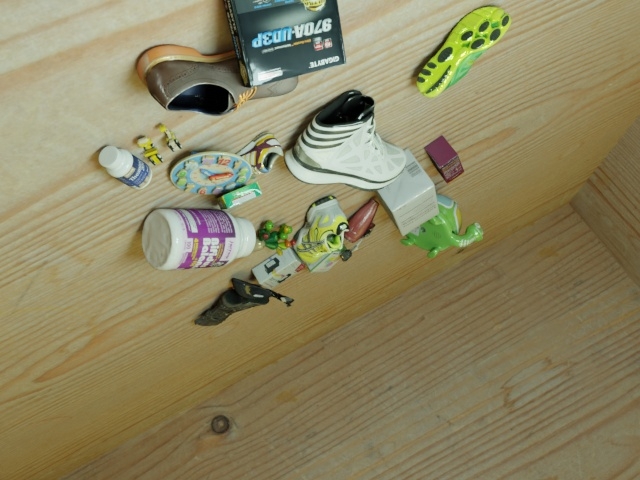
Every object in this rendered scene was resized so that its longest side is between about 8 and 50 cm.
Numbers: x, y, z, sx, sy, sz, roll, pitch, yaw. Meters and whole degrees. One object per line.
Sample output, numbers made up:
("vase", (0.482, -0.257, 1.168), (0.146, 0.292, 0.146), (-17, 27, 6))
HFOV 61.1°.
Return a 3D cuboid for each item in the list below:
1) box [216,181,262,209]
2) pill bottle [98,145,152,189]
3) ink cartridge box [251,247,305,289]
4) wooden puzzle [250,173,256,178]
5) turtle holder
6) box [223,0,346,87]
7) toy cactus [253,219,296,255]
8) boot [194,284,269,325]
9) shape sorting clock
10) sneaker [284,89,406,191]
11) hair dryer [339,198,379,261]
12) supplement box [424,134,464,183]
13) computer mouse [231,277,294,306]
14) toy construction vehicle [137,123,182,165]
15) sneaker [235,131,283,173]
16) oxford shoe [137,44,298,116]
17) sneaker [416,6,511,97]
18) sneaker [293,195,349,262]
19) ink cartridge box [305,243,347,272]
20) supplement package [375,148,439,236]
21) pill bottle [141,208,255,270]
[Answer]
("box", (-0.231, -0.122, 1.507), (0.105, 0.043, 0.179), (-24, -169, -14))
("pill bottle", (-0.438, -0.165, 1.217), (0.067, 0.067, 0.120), (-33, 158, 6))
("ink cartridge box", (-0.162, 0.109, 2.128), (0.175, 0.072, 0.127), (-33, 158, 5))
("wooden puzzle", (-0.197, -0.192, 1.539), (0.049, 0.006, 0.083), (-8, 148, -43))
("turtle holder", (0.493, -0.087, 2.259), (0.320, 0.243, 0.227), (-1, -149, 48))
("box", (-0.065, -0.410, 1.060), (0.220, 0.051, 0.175), (-21, 115, -23))
("toy cactus", (-0.175, 0.005, 1.880), (0.180, 0.112, 0.219), (-22, 167, 5))
("boot", (-0.365, 0.277, 2.237), (0.262, 0.091, 0.229), (1, 147, -46))
("shape sorting clock", (-0.277, -0.167, 1.384), (0.206, 0.040, 0.206), (-11, 155, -5))
("sneaker", (0.136, -0.282, 1.551), (0.447, 0.169, 0.257), (-7, 150, -40))
("hair dryer", (0.164, -0.063, 2.189), (0.223, 0.080, 0.294), (-48, 169, -36))
("supplement box", (0.462, -0.297, 2.010), (0.080, 0.104, 0.188), (-36, 157, 11))
("computer mouse", (-0.223, 0.217, 2.113), (0.262, 0.184, 0.060), (27, 83, -54))
("toy construction vehicle", (-0.369, -0.221, 1.240), (0.085, 0.035, 0.098), (-21, 156, 5))
("sneaker", (-0.180, -0.201, 1.439), (0.185, 0.084, 0.069), (-40, 156, 22))
("oxford shoe", (-0.185, -0.314, 1.131), (0.363, 0.133, 0.130), (-14, 152, -35))
("sneaker", (0.383, -0.517, 1.487), (0.295, 0.109, 0.123), (-41, 178, 21))
("sneaker", (0.000, 0.000, 2.004), (0.145, 0.147, 0.385), (-23, 158, -23))
("ink cartridge box", (0.043, 0.053, 2.278), (0.209, 0.062, 0.109), (-43, 154, 28))
("supplement package", (0.311, -0.169, 1.993), (0.175, 0.178, 0.293), (-33, 158, 4))
("pill bottle", (-0.336, -0.005, 1.548), (0.301, 0.169, 0.169), (-3, 145, -49))
